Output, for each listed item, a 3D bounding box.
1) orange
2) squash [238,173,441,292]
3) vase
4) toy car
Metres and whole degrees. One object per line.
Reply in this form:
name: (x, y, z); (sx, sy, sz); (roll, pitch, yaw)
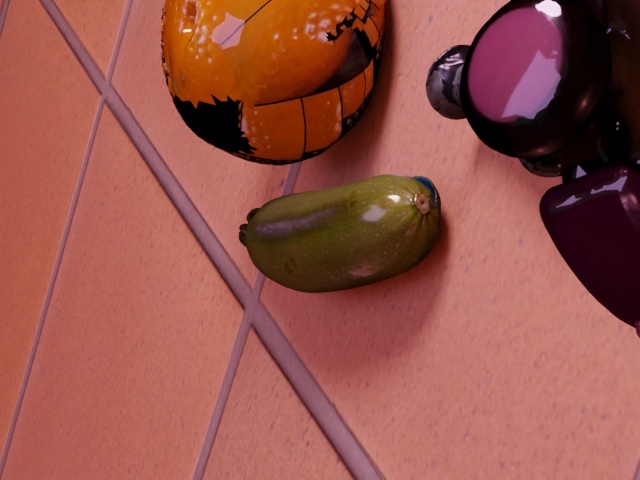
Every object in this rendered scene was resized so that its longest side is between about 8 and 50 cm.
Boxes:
orange: (-0.040, -0.180, 1.549); (0.234, 0.182, 0.234); (-19, 65, 49)
squash: (0.000, 0.000, 1.487); (0.341, 0.094, 0.094); (-7, 74, 63)
vase: (0.131, -0.094, 1.260); (0.167, 0.059, 0.059); (-136, 59, -63)
toy car: (0.233, -0.125, 0.848); (0.240, 0.271, 0.341); (-19, 65, 41)
